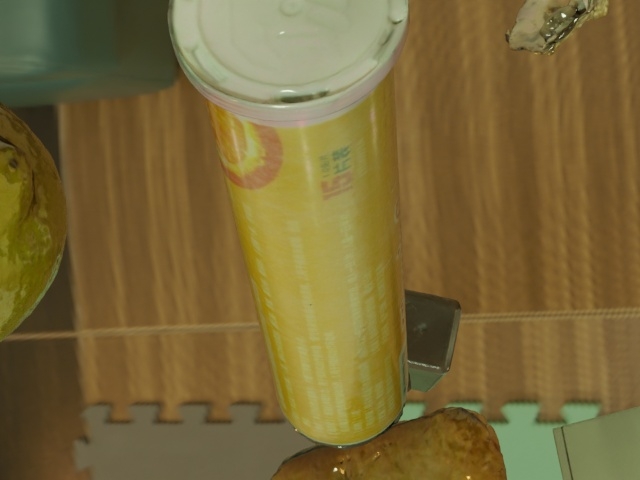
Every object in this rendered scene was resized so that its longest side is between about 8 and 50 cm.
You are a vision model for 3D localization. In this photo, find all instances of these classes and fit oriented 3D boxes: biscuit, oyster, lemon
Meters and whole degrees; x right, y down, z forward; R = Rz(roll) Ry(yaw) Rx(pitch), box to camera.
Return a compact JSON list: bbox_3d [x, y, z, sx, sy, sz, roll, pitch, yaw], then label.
[{"bbox_3d":[0.040,0.192,1.133,0.247,0.029,0.118,-23,65,43],"label":"biscuit"},{"bbox_3d":[0.288,-0.269,1.701,0.081,0.163,0.191,35,119,-14],"label":"oyster"},{"bbox_3d":[-0.260,-0.010,0.958,0.248,0.184,0.184,-7,91,39],"label":"lemon"}]

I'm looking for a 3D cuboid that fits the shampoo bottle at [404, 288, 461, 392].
[{"bbox_3d":[0.096,0.111,1.708,0.079,0.246,0.080,13,79,1],"label":"shampoo bottle"}]

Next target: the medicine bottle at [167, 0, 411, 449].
[{"bbox_3d":[0.000,0.000,0.887,0.108,0.426,0.108,-2,61,3],"label":"medicine bottle"}]

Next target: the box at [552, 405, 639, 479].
[{"bbox_3d":[0.410,0.247,1.746,0.225,0.225,0.117,-19,69,27],"label":"box"}]
